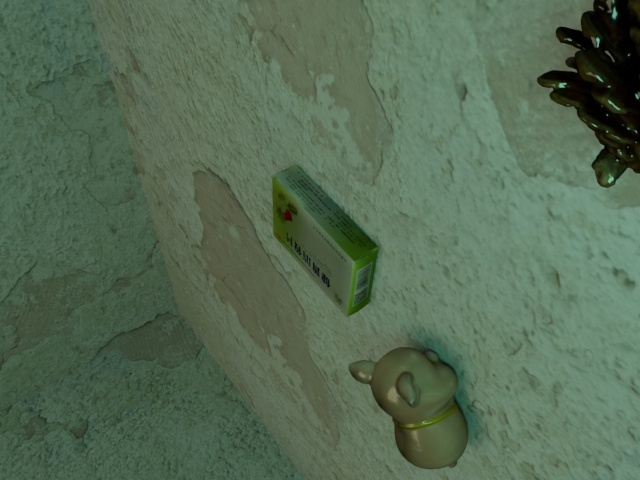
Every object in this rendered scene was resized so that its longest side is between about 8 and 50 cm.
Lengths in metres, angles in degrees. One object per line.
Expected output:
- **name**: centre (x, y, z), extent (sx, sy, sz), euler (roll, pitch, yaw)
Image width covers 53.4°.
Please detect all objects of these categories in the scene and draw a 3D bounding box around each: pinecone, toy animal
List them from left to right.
- **toy animal**: centre (0.176, 0.295, 1.111), extent (0.165, 0.149, 0.248), euler (-6, 123, 48)
- **pinecone**: centre (0.271, -0.125, 0.426), extent (0.212, 0.185, 0.169), euler (-31, 63, 48)

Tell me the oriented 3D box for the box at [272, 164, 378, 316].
- **box**: centre (0.001, 0.000, 1.228), extent (0.260, 0.062, 0.175), euler (46, 152, 30)
